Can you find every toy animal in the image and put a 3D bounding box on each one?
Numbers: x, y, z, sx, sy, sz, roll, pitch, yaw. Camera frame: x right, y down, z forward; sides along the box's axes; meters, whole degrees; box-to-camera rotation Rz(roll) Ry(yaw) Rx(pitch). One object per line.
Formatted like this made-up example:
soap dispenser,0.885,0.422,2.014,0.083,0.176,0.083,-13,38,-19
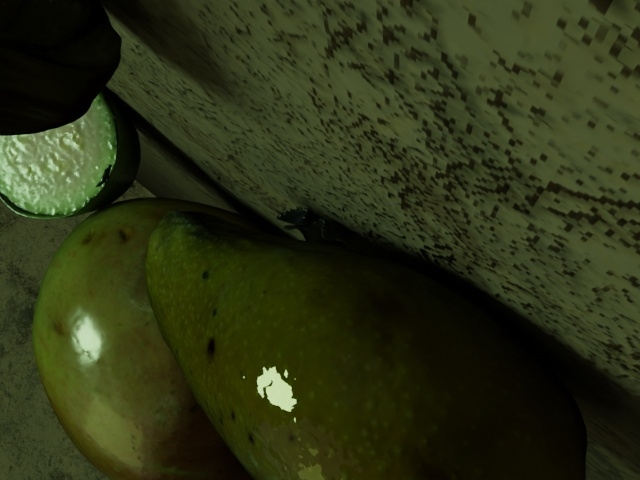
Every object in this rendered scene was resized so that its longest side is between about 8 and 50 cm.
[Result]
toy animal,-0.001,0.000,0.553,0.050,0.028,0.084,52,169,-27

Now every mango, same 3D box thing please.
mango,0.001,0.087,0.482,0.329,0.177,0.175,14,-164,39

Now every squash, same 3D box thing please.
squash,-0.279,-0.102,0.862,0.170,0.170,0.123,37,-174,16

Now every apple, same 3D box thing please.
apple,-0.166,0.117,0.883,0.304,0.339,0.338,26,168,26

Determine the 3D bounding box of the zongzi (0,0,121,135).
zongzi,-0.234,-0.087,0.301,0.134,0.288,0.286,-27,131,33
